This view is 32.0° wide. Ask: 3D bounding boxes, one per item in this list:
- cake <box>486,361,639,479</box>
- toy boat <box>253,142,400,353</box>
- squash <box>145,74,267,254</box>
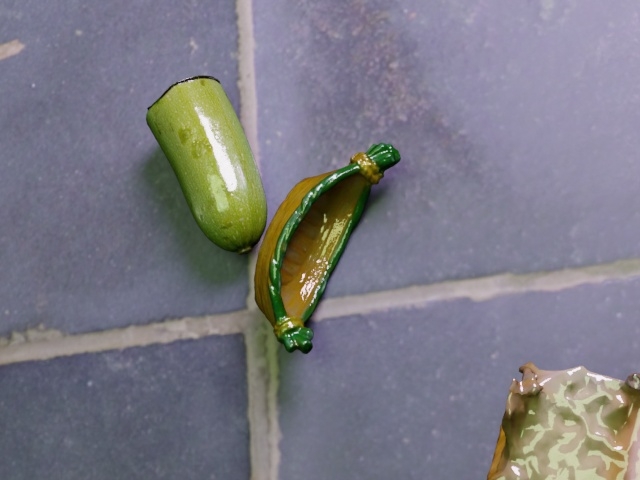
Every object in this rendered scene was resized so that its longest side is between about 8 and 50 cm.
[{"bbox_3d":[0.262,0.267,0.824,0.306,0.314,0.293,15,84,14],"label":"cake"},{"bbox_3d":[0.000,0.000,1.104,0.088,0.089,0.230,17,78,38],"label":"toy boat"},{"bbox_3d":[-0.107,-0.073,1.168,0.095,0.095,0.188,-31,71,10],"label":"squash"}]
